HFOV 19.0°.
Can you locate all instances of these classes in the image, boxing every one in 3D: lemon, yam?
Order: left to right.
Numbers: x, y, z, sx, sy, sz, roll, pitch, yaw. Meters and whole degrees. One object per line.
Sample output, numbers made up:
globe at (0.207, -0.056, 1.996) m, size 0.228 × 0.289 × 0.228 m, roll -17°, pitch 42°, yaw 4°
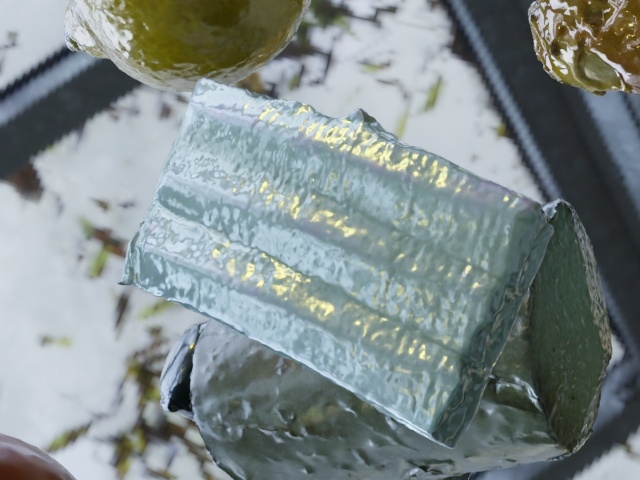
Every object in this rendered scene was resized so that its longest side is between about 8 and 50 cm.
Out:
lemon at (-0.104, -0.204, 1.451) m, size 0.187 × 0.244 × 0.187 m, roll 22°, pitch -122°, yaw -40°
yam at (0.060, 0.077, 1.229) m, size 0.161 × 0.268 × 0.161 m, roll 28°, pitch -125°, yaw -49°

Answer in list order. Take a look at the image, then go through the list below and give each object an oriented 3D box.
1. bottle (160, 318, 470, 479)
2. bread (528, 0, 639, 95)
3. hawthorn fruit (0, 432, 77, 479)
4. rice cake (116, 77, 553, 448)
bottle at (-0.005, 0.152, 1.642) m, size 0.271 × 0.143 × 0.156 m, roll 27°, pitch -93°, yaw -14°
bread at (0.189, -0.169, 0.793) m, size 0.294 × 0.132 × 0.167 m, roll -34°, pitch -55°, yaw -52°
hawthorn fruit at (-0.332, 0.379, 1.538) m, size 0.472 × 0.472 × 0.472 m, roll -18°, pitch -64°, yaw -41°
rice cake at (0.000, 0.000, 0.907) m, size 0.043 × 0.237 × 0.127 m, roll 28°, pitch -95°, yaw -49°
